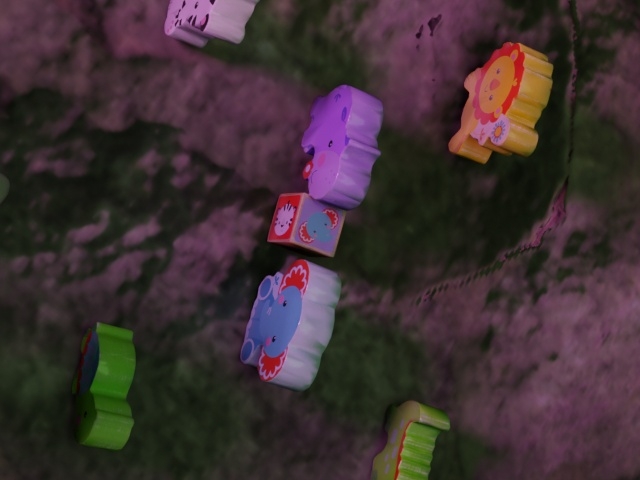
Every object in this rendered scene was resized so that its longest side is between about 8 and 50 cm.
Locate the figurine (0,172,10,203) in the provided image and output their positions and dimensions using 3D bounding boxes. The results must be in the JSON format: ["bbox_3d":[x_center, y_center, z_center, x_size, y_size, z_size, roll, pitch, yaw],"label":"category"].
[{"bbox_3d":[-0.212,0.042,0.557,0.209,0.092,0.215,21,99,-47],"label":"figurine"}]

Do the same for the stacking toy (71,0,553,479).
[{"bbox_3d":[0.000,0.000,0.737,0.167,0.052,0.221,18,82,-28],"label":"stacking toy"}]
